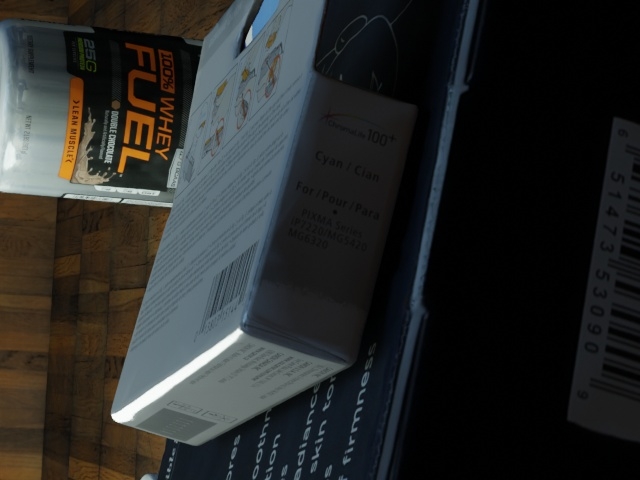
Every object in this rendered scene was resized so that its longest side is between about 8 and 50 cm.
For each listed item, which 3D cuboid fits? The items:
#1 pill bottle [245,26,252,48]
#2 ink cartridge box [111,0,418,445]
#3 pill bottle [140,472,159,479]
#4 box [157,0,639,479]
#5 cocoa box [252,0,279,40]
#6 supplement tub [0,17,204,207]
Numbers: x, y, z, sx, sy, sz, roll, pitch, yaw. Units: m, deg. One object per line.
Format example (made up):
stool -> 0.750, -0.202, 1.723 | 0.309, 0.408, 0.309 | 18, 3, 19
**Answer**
pill bottle -> 0.008, -0.174, 1.672 | 0.152, 0.152, 0.272 | -131, 30, -64
ink cartridge box -> -0.027, -0.036, 1.017 | 0.296, 0.066, 0.261 | 144, 142, -67
pill bottle -> 0.003, 0.253, 1.479 | 0.169, 0.301, 0.169 | -176, 90, -71
box -> 0.103, 0.079, 1.107 | 0.472, 0.297, 0.480 | 144, 141, -64
cocoa box -> 0.100, -0.256, 1.408 | 0.347, 0.231, 0.228 | 141, 130, -65
supplement tub -> -0.227, -0.146, 2.178 | 0.207, 0.338, 0.207 | -176, 90, -71
